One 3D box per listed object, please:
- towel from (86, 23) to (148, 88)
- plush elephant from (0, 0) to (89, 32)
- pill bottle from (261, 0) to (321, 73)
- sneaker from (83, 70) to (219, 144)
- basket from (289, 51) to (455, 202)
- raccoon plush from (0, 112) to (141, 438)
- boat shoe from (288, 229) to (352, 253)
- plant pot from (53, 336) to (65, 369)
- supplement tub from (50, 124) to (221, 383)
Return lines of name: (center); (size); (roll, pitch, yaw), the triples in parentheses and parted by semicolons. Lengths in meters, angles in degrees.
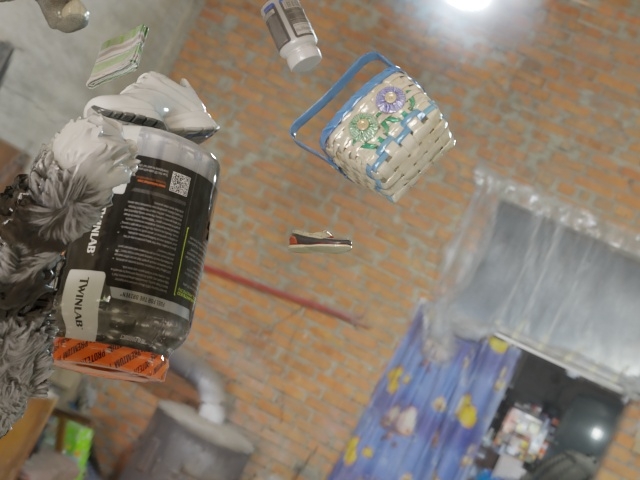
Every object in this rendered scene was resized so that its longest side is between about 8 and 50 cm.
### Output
towel: (-0.392, -0.357, 1.668); (0.113, 0.152, 0.023); (-19, -49, 16)
plush elephant: (-0.551, -0.538, 1.494); (0.272, 0.330, 0.255); (-5, -26, -16)
pill bottle: (-0.054, -0.399, 1.674); (0.078, 0.078, 0.137); (62, 4, -81)
sneaker: (-0.291, -0.214, 1.430); (0.129, 0.111, 0.297); (64, 23, 7)
basket: (0.105, -0.236, 1.719); (0.289, 0.255, 0.201); (39, -6, 41)
raccoon plush: (-0.387, 0.016, 0.884); (0.299, 0.446, 0.216); (40, -4, 30)
boat shoe: (0.000, 0.000, 1.635); (0.137, 0.043, 0.049); (0, -22, 32)
plant pot: (-0.414, 0.108, 1.486); (0.167, 0.167, 0.165); (30, 11, -34)
supplement tub: (-0.270, 0.024, 1.245); (0.207, 0.337, 0.207); (8, -17, 3)
